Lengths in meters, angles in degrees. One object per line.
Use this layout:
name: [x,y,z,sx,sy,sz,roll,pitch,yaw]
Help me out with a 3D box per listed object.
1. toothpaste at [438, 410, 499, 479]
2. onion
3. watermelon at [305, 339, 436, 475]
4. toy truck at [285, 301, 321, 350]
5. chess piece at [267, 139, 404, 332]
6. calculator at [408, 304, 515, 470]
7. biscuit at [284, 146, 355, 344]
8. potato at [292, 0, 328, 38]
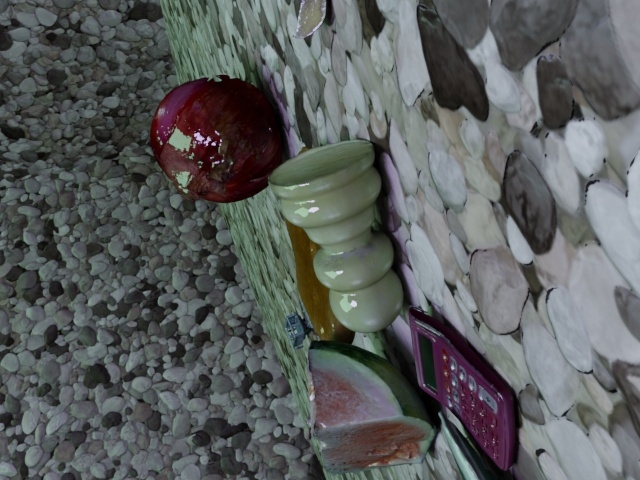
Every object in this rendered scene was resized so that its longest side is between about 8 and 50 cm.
toothpaste: [0.232,0.359,0.659,0.098,0.061,0.392,54,-173,-51]
onion: [-0.210,-0.195,1.246,0.276,0.276,0.276,161,90,-77]
watermelon: [0.056,0.275,0.966,0.224,0.180,0.305,38,157,28]
toy truck: [-0.006,0.150,1.234,0.177,0.115,0.080,102,147,-64]
chess piece: [0.039,0.007,0.828,0.251,0.144,0.144,69,169,-23]
calculator: [0.164,0.168,0.730,0.190,0.034,0.126,44,150,53]
biscuit: [0.002,0.000,1.043,0.287,0.057,0.343,-126,30,-55]
potato: [-0.005,-0.297,0.772,0.037,0.036,0.093,-67,-6,-51]
